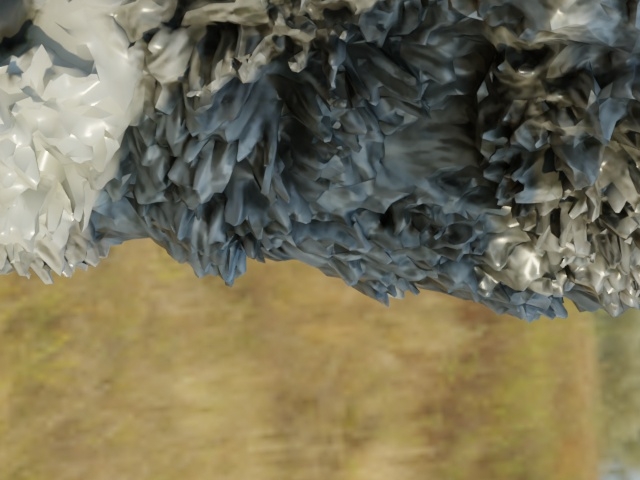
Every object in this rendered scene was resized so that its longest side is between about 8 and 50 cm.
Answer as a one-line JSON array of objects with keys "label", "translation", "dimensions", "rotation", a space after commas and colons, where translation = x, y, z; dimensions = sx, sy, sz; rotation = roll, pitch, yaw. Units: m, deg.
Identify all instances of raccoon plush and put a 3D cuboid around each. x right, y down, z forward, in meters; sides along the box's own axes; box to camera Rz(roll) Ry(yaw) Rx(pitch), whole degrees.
[{"label": "raccoon plush", "translation": [0.000, 0.000, 0.579], "dimensions": [0.446, 0.299, 0.216], "rotation": [55, 15, -28]}]
